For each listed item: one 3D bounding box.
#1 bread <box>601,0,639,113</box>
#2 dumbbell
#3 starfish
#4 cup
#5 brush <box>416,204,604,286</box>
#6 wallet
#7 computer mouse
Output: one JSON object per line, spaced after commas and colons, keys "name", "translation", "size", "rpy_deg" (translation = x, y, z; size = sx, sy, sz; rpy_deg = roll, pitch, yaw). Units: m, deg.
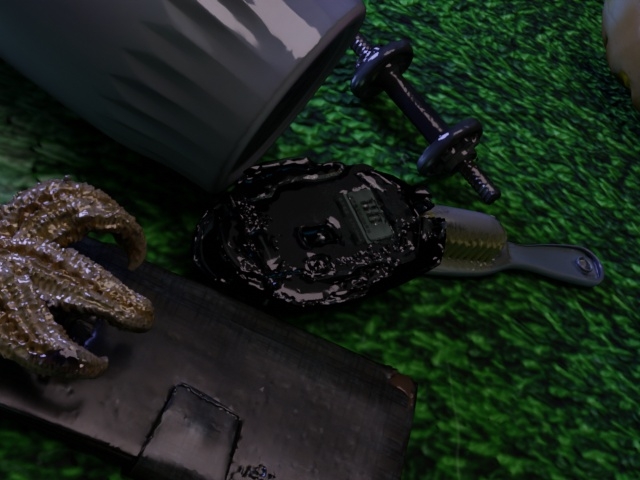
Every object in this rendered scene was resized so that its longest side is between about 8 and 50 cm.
{"name": "bread", "translation": [0.508, -0.254, 1.267], "size": [0.333, 0.160, 0.333], "rpy_deg": [15, 50, -19]}
{"name": "dumbbell", "translation": [0.098, -0.137, 0.978], "size": [0.082, 0.081, 0.254], "rpy_deg": [-26, 71, -42]}
{"name": "starfish", "translation": [-0.231, 0.016, 0.633], "size": [0.238, 0.071, 0.216], "rpy_deg": [30, 43, 20]}
{"name": "cup", "translation": [-0.164, -0.229, 0.772], "size": [0.371, 0.253, 0.253], "rpy_deg": [39, 45, 0]}
{"name": "brush", "translation": [0.174, 0.000, 0.927], "size": [0.297, 0.060, 0.068], "rpy_deg": [7, 50, -27]}
{"name": "wallet", "translation": [-0.081, 0.108, 0.694], "size": [0.317, 0.044, 0.169], "rpy_deg": [26, 47, -9]}
{"name": "computer mouse", "translation": [0.000, 0.000, 0.802], "size": [0.242, 0.077, 0.146], "rpy_deg": [-11, 64, -26]}
